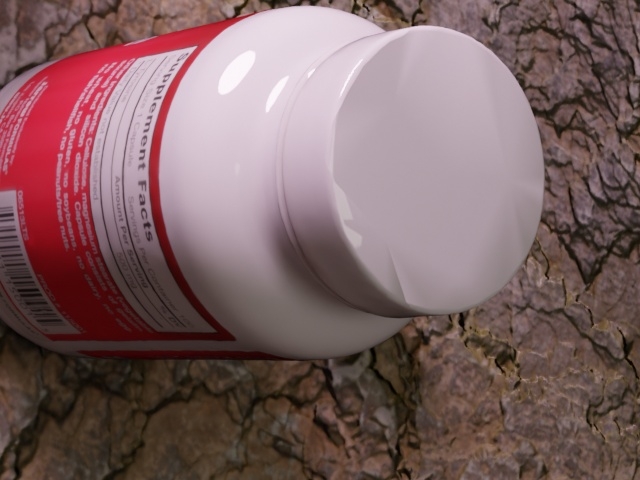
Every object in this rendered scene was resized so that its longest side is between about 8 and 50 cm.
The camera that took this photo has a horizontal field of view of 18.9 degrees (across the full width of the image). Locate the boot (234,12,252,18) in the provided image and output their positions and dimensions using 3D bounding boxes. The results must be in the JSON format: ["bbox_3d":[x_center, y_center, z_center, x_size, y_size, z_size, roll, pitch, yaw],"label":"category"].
[{"bbox_3d":[-0.046,-0.123,1.540,0.087,0.042,0.118,-15,95,-32],"label":"boot"}]

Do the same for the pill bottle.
[{"bbox_3d":[-0.055,-0.033,1.287,0.229,0.408,0.229,2,86,-39],"label":"pill bottle"}]
